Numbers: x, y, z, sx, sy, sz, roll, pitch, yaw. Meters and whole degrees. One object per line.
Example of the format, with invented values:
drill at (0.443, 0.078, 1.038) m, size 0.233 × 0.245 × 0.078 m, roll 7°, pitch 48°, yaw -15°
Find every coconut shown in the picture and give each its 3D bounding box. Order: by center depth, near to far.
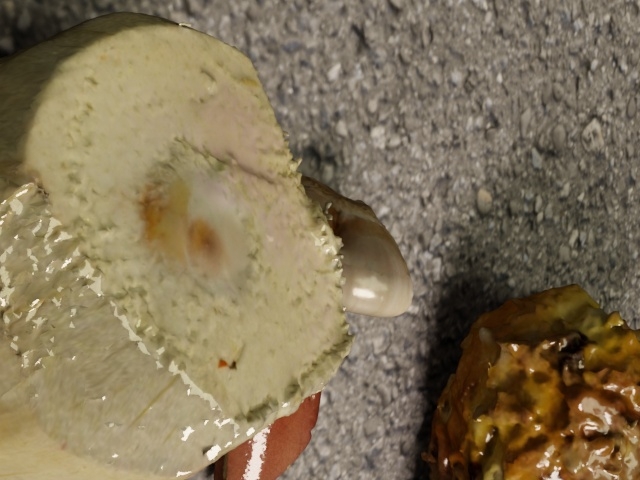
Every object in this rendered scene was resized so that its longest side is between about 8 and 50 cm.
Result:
coconut at (-0.151, 0.019, 0.657) m, size 0.297 × 0.255 × 0.297 m, roll 24°, pitch 55°, yaw -40°

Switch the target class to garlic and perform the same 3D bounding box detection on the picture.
garlic at (-0.002, 0.011, 0.919) m, size 0.175 × 0.124 × 0.099 m, roll 20°, pitch 106°, yaw -21°

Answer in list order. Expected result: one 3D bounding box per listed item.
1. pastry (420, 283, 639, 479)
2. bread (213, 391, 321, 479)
pastry at (0.277, 0.243, 1.158) m, size 0.337 × 0.292 × 0.405 m, roll -59°, pitch 147°, yaw 3°
bread at (-0.042, 0.140, 0.952) m, size 0.119 × 0.067 × 0.192 m, roll -11°, pitch 112°, yaw -43°
